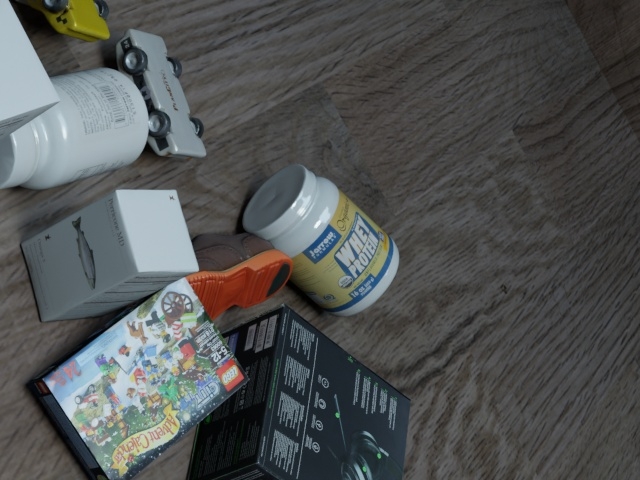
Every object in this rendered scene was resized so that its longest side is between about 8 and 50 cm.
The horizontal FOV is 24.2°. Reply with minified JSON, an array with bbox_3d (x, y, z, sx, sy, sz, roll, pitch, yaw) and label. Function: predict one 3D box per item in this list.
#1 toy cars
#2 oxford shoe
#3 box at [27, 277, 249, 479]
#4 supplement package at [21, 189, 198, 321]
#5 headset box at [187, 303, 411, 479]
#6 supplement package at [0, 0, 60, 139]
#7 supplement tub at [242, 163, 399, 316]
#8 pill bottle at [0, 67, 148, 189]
[{"bbox_3d":[-0.290,-0.257,1.967,0.394,0.087,0.176,52,26,-24],"label":"toy cars"},{"bbox_3d":[-0.163,0.051,1.959,0.271,0.097,0.098,-14,46,-47],"label":"oxford shoe"},{"bbox_3d":[-0.212,0.168,1.781,0.233,0.044,0.159,-39,102,-36],"label":"box"},{"bbox_3d":[-0.250,0.019,1.766,0.105,0.179,0.105,-1,70,-52],"label":"supplement package"},{"bbox_3d":[-0.014,0.269,1.954,0.283,0.131,0.246,38,43,-32],"label":"headset box"},{"bbox_3d":[-0.422,-0.144,1.591,0.134,0.244,0.139,-30,94,-54],"label":"supplement package"},{"bbox_3d":[0.000,0.000,2.120,0.199,0.144,0.144,42,41,-28],"label":"supplement tub"},{"bbox_3d":[-0.326,-0.131,1.802,0.229,0.131,0.131,-23,88,-55],"label":"pill bottle"}]
